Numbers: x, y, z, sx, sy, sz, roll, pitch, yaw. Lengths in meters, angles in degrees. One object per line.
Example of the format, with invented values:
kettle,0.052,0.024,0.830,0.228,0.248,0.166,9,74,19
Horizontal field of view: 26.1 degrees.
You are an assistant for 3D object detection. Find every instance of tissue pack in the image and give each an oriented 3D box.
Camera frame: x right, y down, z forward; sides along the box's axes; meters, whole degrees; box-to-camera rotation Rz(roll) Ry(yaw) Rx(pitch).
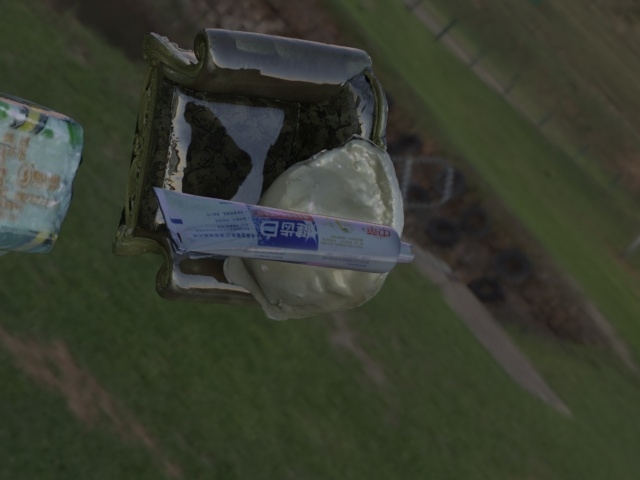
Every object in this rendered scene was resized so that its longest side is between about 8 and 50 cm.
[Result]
tissue pack,-0.355,-0.076,1.015,0.228,0.128,0.311,12,0,23

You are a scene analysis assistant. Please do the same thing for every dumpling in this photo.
dumpling,0.000,0.000,1.225,0.136,0.199,0.118,50,30,-4

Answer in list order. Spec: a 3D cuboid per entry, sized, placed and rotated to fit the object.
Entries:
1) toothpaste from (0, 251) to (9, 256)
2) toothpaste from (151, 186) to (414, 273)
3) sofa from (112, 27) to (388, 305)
toothpaste,-0.357,0.002,1.309,0.061,0.099,0.392,7,19,24
toothpaste,-0.014,-0.001,0.750,0.170,0.028,0.045,8,48,-39
sofa,-0.065,-0.068,1.311,0.200,0.258,0.182,5,12,-30
